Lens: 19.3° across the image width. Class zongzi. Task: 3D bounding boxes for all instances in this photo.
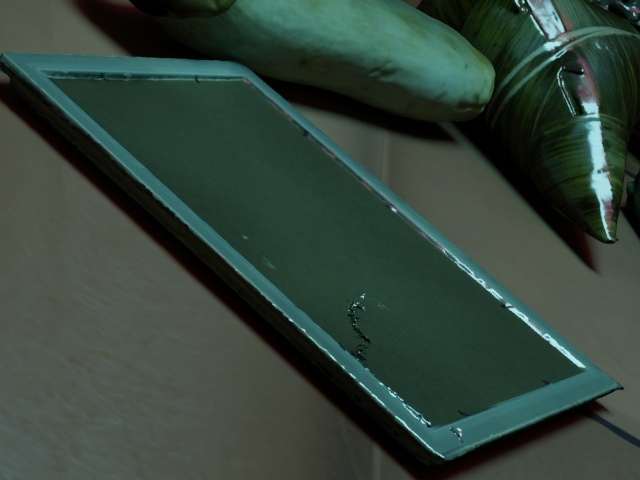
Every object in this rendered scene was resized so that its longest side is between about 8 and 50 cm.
[{"bbox_3d":[0.201,-0.072,1.324,0.248,0.111,0.241,14,45,-51],"label":"zongzi"}]

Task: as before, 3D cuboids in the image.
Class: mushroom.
[{"bbox_3d":[-0.008,-0.132,1.149,0.312,0.081,0.100,15,27,-51],"label":"mushroom"}]

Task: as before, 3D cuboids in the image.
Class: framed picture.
[{"bbox_3d":[0.000,0.000,0.941,0.293,0.018,0.231,41,21,20],"label":"framed picture"}]

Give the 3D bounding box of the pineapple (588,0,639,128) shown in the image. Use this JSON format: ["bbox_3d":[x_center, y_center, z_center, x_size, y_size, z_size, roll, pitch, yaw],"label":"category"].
[{"bbox_3d":[0.291,-0.134,1.526,0.361,0.175,0.175,28,15,29],"label":"pineapple"}]

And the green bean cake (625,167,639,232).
[{"bbox_3d":[0.302,-0.048,1.276,0.094,0.181,0.173,22,25,-24],"label":"green bean cake"}]
